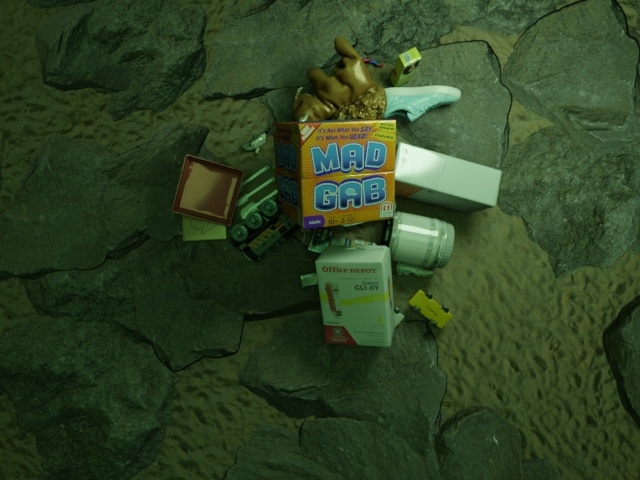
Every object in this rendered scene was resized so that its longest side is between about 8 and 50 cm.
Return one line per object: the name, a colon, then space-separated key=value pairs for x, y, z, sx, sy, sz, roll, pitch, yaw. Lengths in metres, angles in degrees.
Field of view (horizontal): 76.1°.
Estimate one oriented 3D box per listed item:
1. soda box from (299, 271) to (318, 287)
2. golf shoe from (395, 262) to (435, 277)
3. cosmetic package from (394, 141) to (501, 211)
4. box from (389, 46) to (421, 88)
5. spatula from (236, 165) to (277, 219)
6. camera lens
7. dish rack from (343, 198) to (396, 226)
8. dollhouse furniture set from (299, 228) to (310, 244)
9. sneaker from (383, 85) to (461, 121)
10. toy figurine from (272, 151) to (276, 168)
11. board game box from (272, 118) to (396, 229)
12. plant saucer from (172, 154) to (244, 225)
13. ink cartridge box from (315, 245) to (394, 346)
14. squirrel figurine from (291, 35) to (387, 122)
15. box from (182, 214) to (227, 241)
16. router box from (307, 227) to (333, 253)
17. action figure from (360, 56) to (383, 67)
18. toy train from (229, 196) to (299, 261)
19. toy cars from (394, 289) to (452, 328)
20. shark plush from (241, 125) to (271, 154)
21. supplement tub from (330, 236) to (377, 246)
soda box: x=-0.006 y=0.168 z=1.842 sx=0.169 sy=0.053 sz=0.059 roll=-11 pitch=86 yaw=0
golf shoe: x=0.428 y=0.121 z=1.838 sx=0.177 sy=0.069 sz=0.085 roll=6 pitch=80 yaw=0
cosmetic package: x=0.494 y=-0.255 z=1.747 sx=0.454 sy=0.230 sz=0.161 roll=13 pitch=84 yaw=-7
box: x=0.373 y=-0.761 z=1.822 sx=0.088 sy=0.232 sz=0.058 roll=-28 pitch=89 yaw=-1
spatula: x=-0.307 y=-0.231 z=1.895 sx=0.242 sy=0.019 sz=0.168 roll=-36 pitch=85 yaw=-2
camera lens: x=0.409 y=-0.001 z=1.768 sx=0.275 sy=0.219 sz=0.219 roll=12 pitch=86 yaw=2
dish rack: x=0.174 y=-0.242 z=1.864 sx=0.286 sy=0.072 sz=0.332 roll=-13 pitch=85 yaw=-1
dollhouse furniture set: x=-0.083 y=-0.022 z=1.830 sx=0.091 sy=0.114 sz=0.081 roll=7 pitch=90 yaw=-1
sneaker: x=0.450 y=-0.614 z=1.872 sx=0.367 sy=0.135 sz=0.149 roll=0 pitch=93 yaw=9
toy figurine: x=-0.102 y=-0.367 z=1.807 sx=0.210 sy=0.213 sz=0.148 roll=15 pitch=99 yaw=6
board game box: x=0.042 y=-0.272 z=1.562 sx=0.357 sy=0.356 sz=0.355 roll=-8 pitch=109 yaw=-19
plant saucer: x=-0.496 y=-0.220 z=1.818 sx=0.259 sy=0.048 sz=0.258 roll=15 pitch=96 yaw=-15
ink cartridge box: x=0.148 y=0.226 z=1.682 sx=0.280 sy=0.160 sz=0.383 roll=-1 pitch=110 yaw=19
squirrel figurine: x=0.074 y=-0.589 z=1.800 sx=0.370 sy=0.281 sz=0.397 roll=-41 pitch=84 yaw=4
box: x=-0.534 y=-0.081 z=1.884 sx=0.202 sy=0.021 sz=0.164 roll=-3 pitch=85 yaw=1
router box: x=0.000 y=0.000 z=1.863 sx=0.092 sy=0.038 sz=0.122 roll=16 pitch=86 yaw=1
action figure: x=0.239 y=-0.845 z=1.929 sx=0.115 sy=0.038 sz=0.030 roll=13 pitch=108 yaw=0
toy train: x=-0.241 y=-0.053 z=1.805 sx=0.334 sy=0.142 sz=0.190 roll=-39 pitch=93 yaw=11
toy cars: x=0.377 y=0.298 z=1.815 sx=0.395 sy=0.087 sz=0.176 roll=-2 pitch=97 yaw=5
shark plush: x=-0.294 y=-0.478 z=1.898 sx=0.067 sy=0.073 sz=0.161 roll=38 pitch=92 yaw=33
supplement tub: x=0.139 y=0.065 z=1.804 sx=0.200 sy=0.144 sz=0.144 roll=10 pitch=86 yaw=1
